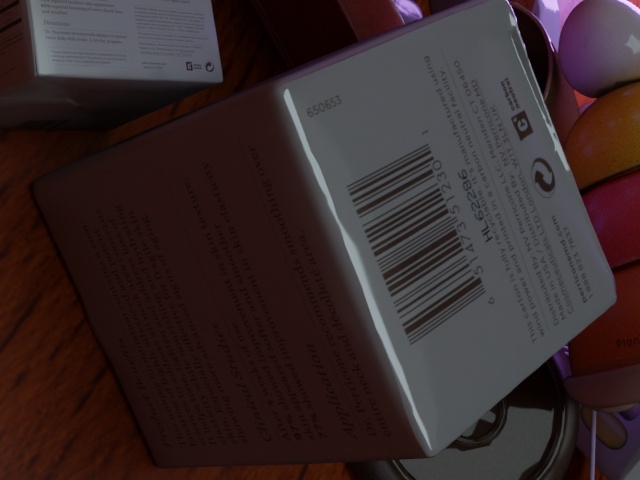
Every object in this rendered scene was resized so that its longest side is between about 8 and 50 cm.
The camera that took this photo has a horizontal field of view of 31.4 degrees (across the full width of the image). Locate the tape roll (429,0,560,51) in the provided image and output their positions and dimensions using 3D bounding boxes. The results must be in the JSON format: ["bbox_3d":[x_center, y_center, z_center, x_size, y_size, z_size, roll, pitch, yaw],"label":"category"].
[{"bbox_3d":[0.256,-0.337,1.654,0.219,0.072,0.219,11,74,-41],"label":"tape roll"}]

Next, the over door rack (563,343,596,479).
[{"bbox_3d":[0.266,0.215,1.451,0.240,0.108,0.324,20,64,-9],"label":"over door rack"}]

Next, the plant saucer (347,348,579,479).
[{"bbox_3d":[0.174,0.201,1.366,0.311,0.050,0.310,2,81,-11],"label":"plant saucer"}]

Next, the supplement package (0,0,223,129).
[{"bbox_3d":[-0.244,-0.253,1.072,0.199,0.198,0.262,-5,84,-43],"label":"supplement package"}]

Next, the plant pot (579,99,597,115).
[{"bbox_3d":[0.503,-0.120,1.813,0.237,0.110,0.237,13,71,-42],"label":"plant pot"}]

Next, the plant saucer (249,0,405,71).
[{"bbox_3d":[-0.013,-0.270,1.276,0.048,0.258,0.259,-34,106,-20],"label":"plant saucer"}]

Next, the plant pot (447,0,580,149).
[{"bbox_3d":[0.250,-0.160,1.524,0.254,0.237,0.237,28,62,-50],"label":"plant pot"}]

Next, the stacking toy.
[{"bbox_3d":[0.398,-0.066,1.323,0.351,0.351,0.479,-8,80,-44],"label":"stacking toy"}]

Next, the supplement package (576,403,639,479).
[{"bbox_3d":[0.449,0.236,1.563,0.149,0.203,0.194,34,98,-33],"label":"supplement package"}]

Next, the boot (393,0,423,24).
[{"bbox_3d":[0.079,-0.315,1.418,0.247,0.161,0.083,14,72,-41],"label":"boot"}]

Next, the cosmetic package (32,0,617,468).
[{"bbox_3d":[0.000,0.000,1.109,0.327,0.394,0.329,-31,102,-42],"label":"cosmetic package"}]
